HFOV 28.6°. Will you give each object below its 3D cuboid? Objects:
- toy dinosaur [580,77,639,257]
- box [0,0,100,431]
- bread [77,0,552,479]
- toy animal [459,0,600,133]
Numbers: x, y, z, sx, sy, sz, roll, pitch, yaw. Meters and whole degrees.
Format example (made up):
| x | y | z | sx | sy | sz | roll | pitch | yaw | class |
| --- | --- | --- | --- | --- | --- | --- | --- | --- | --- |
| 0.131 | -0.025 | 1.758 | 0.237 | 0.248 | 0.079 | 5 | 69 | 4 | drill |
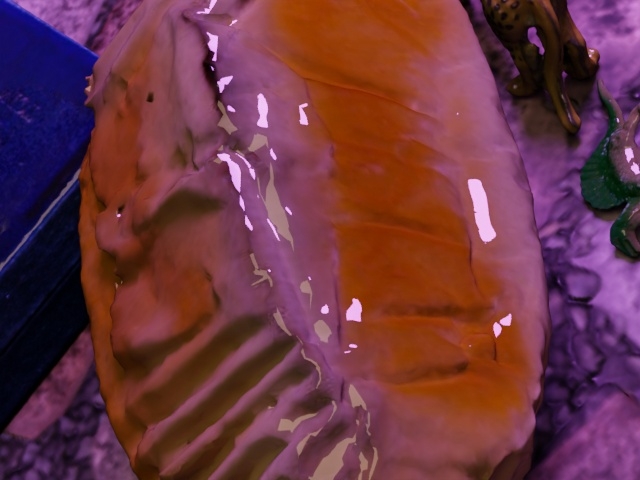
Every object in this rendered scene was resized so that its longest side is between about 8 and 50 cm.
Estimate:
| x | y | z | sx | sy | sz | roll | pitch | yaw | class |
| --- | --- | --- | --- | --- | --- | --- | --- | --- | --- |
| 0.177 | -0.050 | 0.745 | 0.060 | 0.029 | 0.120 | -33 | 56 | 21 | toy dinosaur |
| -0.263 | -0.030 | 0.883 | 0.261 | 0.116 | 0.279 | 33 | 80 | 33 | box |
| -0.012 | -0.003 | 0.695 | 0.236 | 0.183 | 0.389 | 9 | 56 | -21 | bread |
| 0.105 | -0.161 | 0.763 | 0.073 | 0.136 | 0.181 | -31 | 58 | 7 | toy animal |
